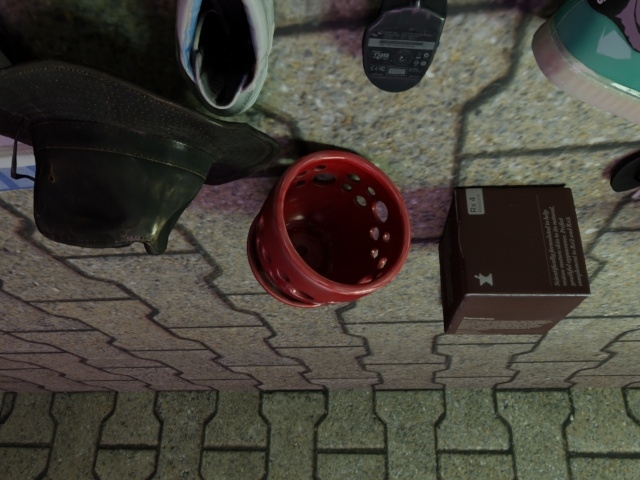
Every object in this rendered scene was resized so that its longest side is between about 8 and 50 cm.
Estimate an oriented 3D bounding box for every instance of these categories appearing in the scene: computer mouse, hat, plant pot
[{"bbox_3d":[0.081,-0.221,0.446,0.071,0.041,0.242,3,148,-7],"label":"computer mouse"},{"bbox_3d":[-0.210,-0.053,0.557,0.331,0.134,0.331,7,171,1],"label":"hat"},{"bbox_3d":[0.000,0.000,0.734,0.191,0.191,0.174,11,156,-20],"label":"plant pot"}]

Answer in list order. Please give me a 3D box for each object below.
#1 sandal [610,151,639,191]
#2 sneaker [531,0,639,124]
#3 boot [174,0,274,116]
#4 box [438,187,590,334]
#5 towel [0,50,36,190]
[{"bbox_3d":[0.456,-0.096,0.677,0.067,0.040,0.179,23,148,-38],"label":"sandal"},{"bbox_3d":[0.347,-0.158,0.472,0.301,0.108,0.121,11,158,-16],"label":"sneaker"},{"bbox_3d":[-0.089,-0.161,0.468,0.095,0.124,0.258,4,155,-6],"label":"boot"},{"bbox_3d":[0.279,0.040,0.827,0.166,0.169,0.203,0,156,4],"label":"box"},{"bbox_3d":[-0.404,-0.141,0.635,0.209,0.034,0.285,-4,156,6],"label":"towel"}]
